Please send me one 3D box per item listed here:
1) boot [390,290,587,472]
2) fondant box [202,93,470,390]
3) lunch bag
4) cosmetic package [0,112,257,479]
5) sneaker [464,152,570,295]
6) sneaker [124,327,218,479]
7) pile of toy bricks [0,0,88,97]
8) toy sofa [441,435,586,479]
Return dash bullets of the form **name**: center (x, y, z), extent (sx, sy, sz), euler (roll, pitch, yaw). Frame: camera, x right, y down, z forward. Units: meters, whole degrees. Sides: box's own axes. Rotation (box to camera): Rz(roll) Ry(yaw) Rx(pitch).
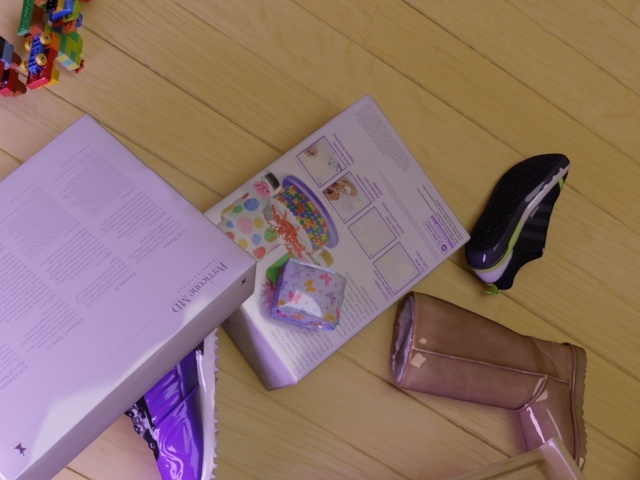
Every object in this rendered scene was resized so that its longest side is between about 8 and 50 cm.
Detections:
- **boot**: center (0.219, 0.211, 1.959), extent (0.269, 0.089, 0.236), euler (16, 62, -21)
- **fondant box**: center (0.000, 0.000, 1.895), extent (0.330, 0.096, 0.238), euler (-38, 95, -28)
- **lunch bag**: center (-0.013, 0.069, 1.792), extent (0.083, 0.053, 0.071), euler (15, 71, -11)
- **cosmetic package**: center (-0.302, 0.071, 1.671), extent (0.284, 0.097, 0.377), euler (40, 66, 18)
- **sneaker**: center (0.279, -0.022, 2.054), extent (0.235, 0.084, 0.097), euler (-51, 125, -24)
- **sneaker**: center (-0.197, 0.194, 1.765), extent (0.146, 0.102, 0.293), euler (2, 83, -8)
- **pile of toy bricks**: center (-0.327, -0.250, 1.809), extent (0.105, 0.118, 0.212), euler (39, 44, -43)
- **toy sofa**: center (0.161, 0.369, 1.745), extent (0.362, 0.177, 0.150), euler (-10, 59, -40)
